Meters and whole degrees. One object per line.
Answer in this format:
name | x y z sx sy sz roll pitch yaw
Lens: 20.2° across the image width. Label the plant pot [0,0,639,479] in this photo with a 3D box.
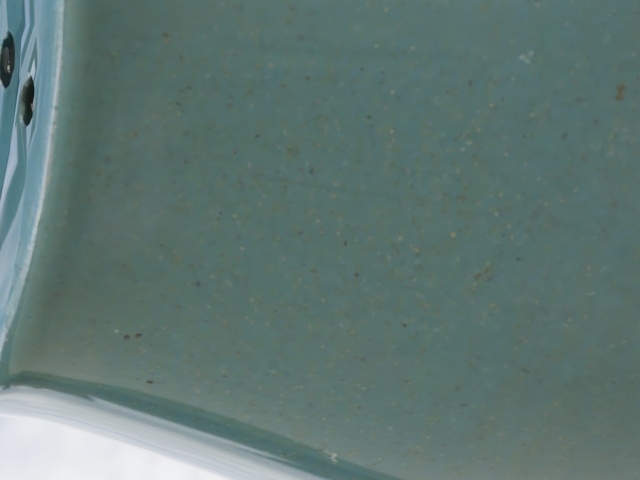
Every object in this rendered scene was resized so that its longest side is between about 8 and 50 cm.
plant pot | 0.017 -0.043 0.503 0.255 0.271 0.272 3 -65 -25
